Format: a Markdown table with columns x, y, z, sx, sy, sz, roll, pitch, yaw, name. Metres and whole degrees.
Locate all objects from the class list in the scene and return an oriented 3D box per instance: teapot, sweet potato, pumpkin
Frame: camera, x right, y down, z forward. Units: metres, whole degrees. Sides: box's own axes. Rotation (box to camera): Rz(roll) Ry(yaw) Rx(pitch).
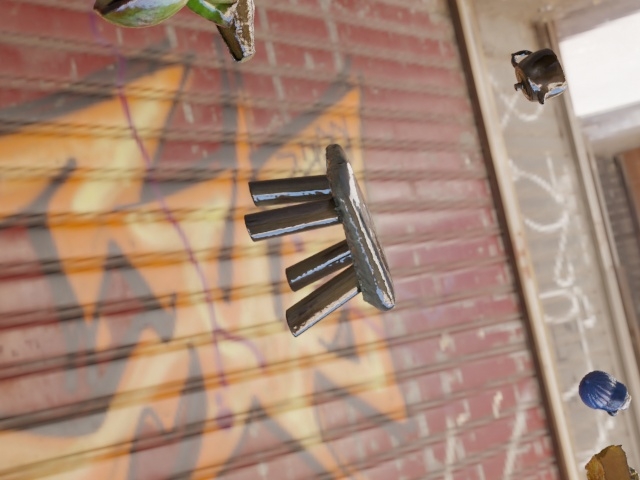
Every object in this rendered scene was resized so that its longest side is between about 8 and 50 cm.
| x | y | z | sx | sy | sz | roll | pitch | yaw | name |
| --- | --- | --- | --- | --- | --- | --- | --- | --- | --- |
| 0.323 | -0.251 | 1.674 | 0.068 | 0.121 | 0.076 | -24 | 141 | -2 | teapot |
| -0.172 | -0.427 | 1.786 | 0.112 | 0.286 | 0.085 | -13 | -157 | 48 | sweet potato |
| 0.335 | 0.273 | 1.243 | 0.053 | 0.074 | 0.083 | -11 | 157 | 0 | pumpkin |

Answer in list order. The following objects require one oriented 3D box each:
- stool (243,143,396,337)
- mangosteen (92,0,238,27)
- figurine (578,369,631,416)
| x | y | z | sx | sy | sz | roll | pitch | yaw | name |
| --- | --- | --- | --- | --- | --- | --- | --- | --- | --- |
| 0.000 | 0.000 | 2.205 | 0.226 | 0.310 | 0.310 | -21 | -160 | 5 | stool |
| -0.179 | -0.394 | 1.164 | 0.311 | 0.311 | 0.311 | -12 | 175 | -1 | mangosteen |
| 0.503 | 0.268 | 1.942 | 0.077 | 0.079 | 0.136 | -36 | 159 | 13 | figurine |
